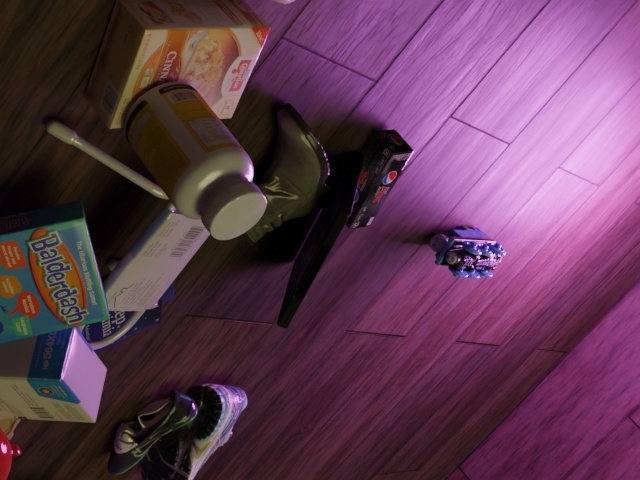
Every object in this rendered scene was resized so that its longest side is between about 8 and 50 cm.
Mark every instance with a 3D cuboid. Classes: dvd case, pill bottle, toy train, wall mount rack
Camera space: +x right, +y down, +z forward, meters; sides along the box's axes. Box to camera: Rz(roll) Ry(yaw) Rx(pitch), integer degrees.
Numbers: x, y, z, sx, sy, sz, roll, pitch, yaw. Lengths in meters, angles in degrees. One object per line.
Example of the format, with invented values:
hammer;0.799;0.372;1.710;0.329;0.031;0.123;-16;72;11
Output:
dvd case;0.000;0.000;1.785;0.180;0.022;0.253;-76;-167;-55
pill bottle;-0.142;-0.090;1.286;0.103;0.184;0.103;-29;152;-17
toy train;0.285;0.022;2.193;0.184;0.105;0.080;2;122;-52
wall mount rack;-0.273;-0.015;1.455;0.350;0.130;0.304;-50;154;18

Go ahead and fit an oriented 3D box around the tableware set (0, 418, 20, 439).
tableware set;-0.542;0.313;1.700;0.141;0.020;0.169;-48;151;14

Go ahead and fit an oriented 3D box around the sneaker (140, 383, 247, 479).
sneaker;-0.227;0.384;2.094;0.122;0.110;0.283;0;133;-55

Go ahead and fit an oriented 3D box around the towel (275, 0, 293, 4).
towel;-0.042;-0.427;1.210;0.317;0.053;0.332;-51;151;18

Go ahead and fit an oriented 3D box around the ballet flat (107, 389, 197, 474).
ballet flat;-0.312;0.332;1.968;0.203;0.074;0.074;-37;152;7

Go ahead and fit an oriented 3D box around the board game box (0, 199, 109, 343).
board game box;-0.378;0.047;1.368;0.210;0.047;0.160;-13;126;-9

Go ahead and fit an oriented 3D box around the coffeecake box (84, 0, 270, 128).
coffeecake box;-0.171;-0.214;1.341;0.185;0.068;0.142;-12;141;-43

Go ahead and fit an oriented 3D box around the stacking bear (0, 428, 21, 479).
stacking bear;-0.503;0.289;1.432;0.175;0.164;0.289;-11;170;15

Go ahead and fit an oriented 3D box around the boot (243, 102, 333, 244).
boot;-0.071;-0.083;1.644;0.161;0.083;0.246;-29;150;-9

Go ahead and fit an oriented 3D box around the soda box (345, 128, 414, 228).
soda box;0.083;-0.100;1.822;0.053;0.060;0.169;-9;140;-43

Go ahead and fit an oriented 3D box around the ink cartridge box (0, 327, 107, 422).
ink cartridge box;-0.408;0.175;1.486;0.203;0.086;0.148;2;150;9

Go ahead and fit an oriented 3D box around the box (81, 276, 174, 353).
box;-0.309;0.104;1.667;0.225;0.036;0.136;-27;149;-25
